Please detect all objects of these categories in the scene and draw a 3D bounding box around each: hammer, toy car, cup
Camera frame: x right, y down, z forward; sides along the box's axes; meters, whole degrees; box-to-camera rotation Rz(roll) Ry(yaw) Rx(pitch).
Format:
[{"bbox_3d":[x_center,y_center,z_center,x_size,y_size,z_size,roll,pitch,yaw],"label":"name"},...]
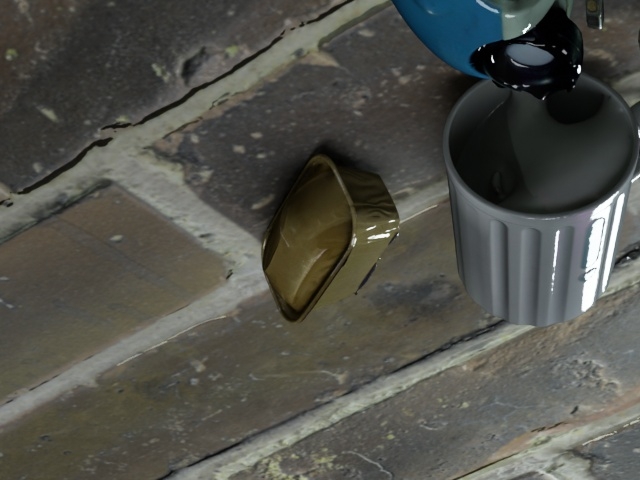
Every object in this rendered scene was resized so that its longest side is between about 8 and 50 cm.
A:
[{"bbox_3d":[0.217,-0.249,1.256,0.013,0.199,0.062,9,153,15],"label":"hammer"},{"bbox_3d":[0.111,-0.234,1.274,0.190,0.188,0.255,6,153,14],"label":"toy car"},{"bbox_3d":[0.221,-0.035,1.562,0.221,0.167,0.202,-4,146,2],"label":"cup"}]

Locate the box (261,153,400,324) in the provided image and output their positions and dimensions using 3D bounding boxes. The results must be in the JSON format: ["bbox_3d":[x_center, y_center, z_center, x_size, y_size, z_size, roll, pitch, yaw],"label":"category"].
[{"bbox_3d":[0.000,0.000,1.634,0.111,0.111,0.177,10,140,-19],"label":"box"}]

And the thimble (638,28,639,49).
[{"bbox_3d":[0.369,-0.147,1.380,0.196,0.229,0.148,-37,132,14],"label":"thimble"}]
